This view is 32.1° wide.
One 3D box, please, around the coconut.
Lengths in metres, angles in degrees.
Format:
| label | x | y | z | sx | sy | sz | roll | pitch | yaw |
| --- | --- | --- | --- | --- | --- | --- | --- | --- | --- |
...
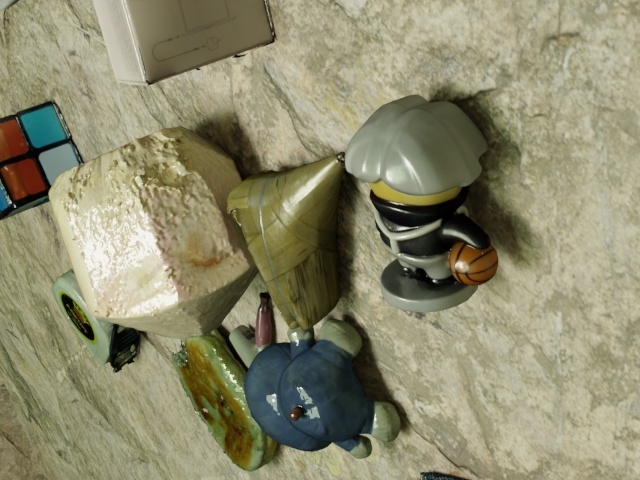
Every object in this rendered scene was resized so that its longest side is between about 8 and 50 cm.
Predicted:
| label | x | y | z | sx | sy | sz | roll | pitch | yaw |
| --- | --- | --- | --- | --- | --- | --- | --- | --- | --- |
| coconut | -0.236 | 0.000 | 1.690 | 0.297 | 0.297 | 0.310 | -16 | 98 | 60 |

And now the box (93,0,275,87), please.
| label | x | y | z | sx | sy | sz | roll | pitch | yaw |
| --- | --- | --- | --- | --- | --- | --- | --- | --- | --- |
| box | -0.191 | -0.347 | 1.440 | 0.106 | 0.203 | 0.252 | 18 | 127 | 53 |

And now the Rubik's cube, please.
| label | x | y | z | sx | sy | sz | roll | pitch | yaw |
| --- | --- | --- | --- | --- | --- | --- | --- | --- | --- |
| Rubik's cube | -0.602 | -0.159 | 2.261 | 0.167 | 0.180 | 0.183 | -15 | 101 | 59 |

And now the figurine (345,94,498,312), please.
| label | x | y | z | sx | sy | sz | roll | pitch | yaw |
| --- | --- | --- | --- | --- | --- | --- | --- | --- | --- |
| figurine | 0.120 | -0.042 | 1.258 | 0.176 | 0.133 | 0.236 | 17 | 129 | 41 |

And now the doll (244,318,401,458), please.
| label | x | y | z | sx | sy | sz | roll | pitch | yaw |
| --- | --- | --- | --- | --- | --- | --- | --- | --- | --- |
| doll | -0.013 | 0.235 | 1.683 | 0.228 | 0.154 | 0.258 | 61 | 157 | -3 |

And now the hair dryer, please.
| label | x | y | z | sx | sy | sz | roll | pitch | yaw |
| --- | --- | --- | --- | --- | --- | --- | --- | --- | --- |
| hair dryer | -0.100 | 0.147 | 1.846 | 0.106 | 0.054 | 0.154 | 48 | 137 | 35 |

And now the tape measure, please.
| label | x | y | z | sx | sy | sz | roll | pitch | yaw |
| --- | --- | --- | --- | --- | --- | --- | --- | --- | --- |
| tape measure | -0.449 | 0.154 | 2.335 | 0.235 | 0.115 | 0.207 | 55 | 151 | 0 |

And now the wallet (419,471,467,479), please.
| label | x | y | z | sx | sy | sz | roll | pitch | yaw |
| --- | --- | --- | --- | --- | --- | --- | --- | --- | --- |
| wallet | 0.191 | 0.371 | 1.563 | 0.129 | 0.026 | 0.088 | -1 | 112 | 57 |

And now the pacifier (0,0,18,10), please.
| label | x | y | z | sx | sy | sz | roll | pitch | yaw |
| --- | --- | --- | --- | --- | --- | --- | --- | --- | --- |
| pacifier | -0.373 | -0.450 | 1.616 | 0.332 | 0.220 | 0.273 | 49 | 139 | -9 |

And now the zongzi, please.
| label | x | y | z | sx | sy | sz | roll | pitch | yaw |
| --- | --- | --- | --- | --- | --- | --- | --- | --- | --- |
| zongzi | 0.000 | 0.000 | 1.519 | 0.256 | 0.115 | 0.228 | -15 | 103 | 49 |

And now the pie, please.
| label | x | y | z | sx | sy | sz | roll | pitch | yaw |
| --- | --- | --- | --- | --- | --- | --- | --- | --- | --- |
| pie | -0.176 | 0.284 | 2.038 | 0.302 | 0.066 | 0.303 | 38 | 142 | 38 |
